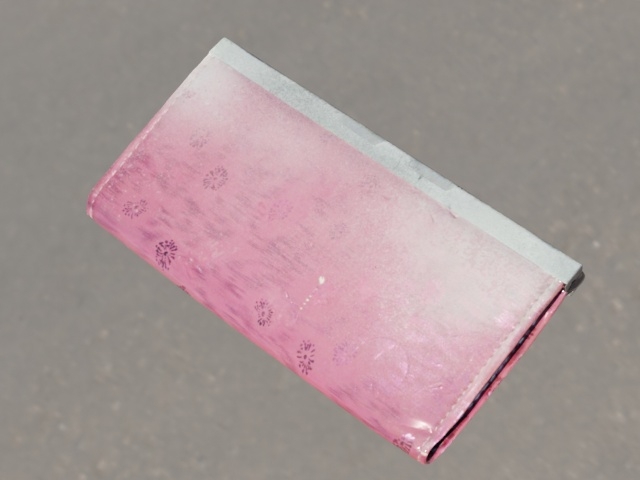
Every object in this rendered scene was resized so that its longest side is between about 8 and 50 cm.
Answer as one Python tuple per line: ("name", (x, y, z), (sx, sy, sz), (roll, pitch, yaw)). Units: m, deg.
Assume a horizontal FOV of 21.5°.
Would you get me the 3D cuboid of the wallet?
("wallet", (0.000, 0.000, 0.822), (0.232, 0.025, 0.119), (35, 78, 26))
